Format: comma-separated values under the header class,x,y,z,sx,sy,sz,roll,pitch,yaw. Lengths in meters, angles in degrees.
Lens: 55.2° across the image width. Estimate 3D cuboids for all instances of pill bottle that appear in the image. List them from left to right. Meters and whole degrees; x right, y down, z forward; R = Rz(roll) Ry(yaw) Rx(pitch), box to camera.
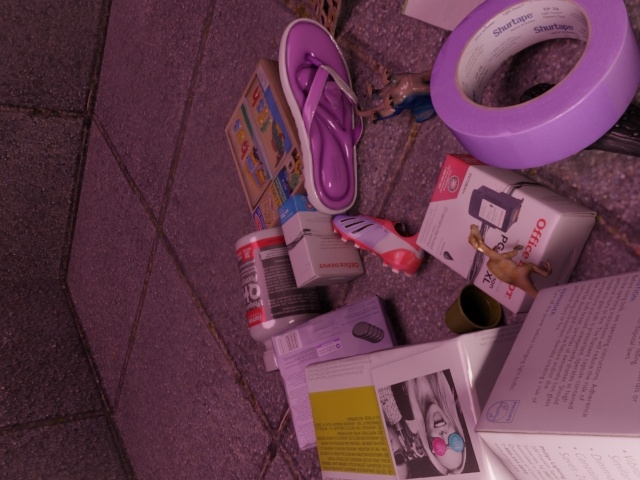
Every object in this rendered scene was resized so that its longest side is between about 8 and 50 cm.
class,x,y,z,sx,sy,sz,roll,pitch,yaw
pill bottle,-0.092,0.141,1.446,0.176,0.176,0.319,-30,67,50

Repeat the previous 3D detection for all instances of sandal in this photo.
class,x,y,z,sx,sy,sz,roll,pitch,yaw
sandal,0.026,-0.264,1.293,0.102,0.169,0.417,0,104,57

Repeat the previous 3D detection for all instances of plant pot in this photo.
class,x,y,z,sx,sy,sz,roll,pitch,yaw
plant pot,0.257,0.127,1.062,0.079,0.083,0.083,-54,49,55

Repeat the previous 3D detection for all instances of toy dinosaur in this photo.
class,x,y,z,sx,sy,sz,roll,pitch,yaw
toy dinosaur,0.274,0.049,0.848,0.183,0.092,0.053,49,129,37

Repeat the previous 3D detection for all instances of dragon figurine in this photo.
class,x,y,z,sx,sy,sz,roll,pitch,yaw
dragon figurine,0.168,-0.270,1.154,0.289,0.143,0.085,155,109,-72

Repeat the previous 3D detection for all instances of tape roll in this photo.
class,x,y,z,sx,sy,sz,roll,pitch,yaw
tape roll,0.299,-0.242,0.873,0.274,0.090,0.275,-21,52,30

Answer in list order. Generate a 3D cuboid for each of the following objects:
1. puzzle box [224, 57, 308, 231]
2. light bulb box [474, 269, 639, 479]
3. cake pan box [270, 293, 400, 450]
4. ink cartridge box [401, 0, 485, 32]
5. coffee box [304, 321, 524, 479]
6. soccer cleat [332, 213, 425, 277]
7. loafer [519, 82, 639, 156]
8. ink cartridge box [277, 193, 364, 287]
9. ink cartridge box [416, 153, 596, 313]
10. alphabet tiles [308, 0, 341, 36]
class,x,y,z,sx,sy,sz,roll,pitch,yaw
puzzle box,-0.133,-0.232,1.575,0.272,0.052,0.409,-53,47,41
light bulb box,0.417,0.209,0.575,0.358,0.225,0.361,49,145,-16
cake pan box,0.042,0.272,1.248,0.266,0.070,0.246,-24,67,13
ink cartridge box,0.261,-0.441,1.049,0.235,0.056,0.171,37,121,35
coffee box,0.224,0.305,0.884,0.338,0.337,0.335,-25,71,51
soccer cleat,0.120,-0.013,1.247,0.248,0.083,0.095,35,102,48
loafer,0.385,-0.164,0.882,0.223,0.076,0.078,37,156,46
ink cartridge box,0.000,0.000,1.347,0.082,0.139,0.191,-34,64,48
ink cartridge box,0.288,-0.017,0.986,0.237,0.100,0.172,40,123,45
alphabet tiles,0.009,-0.591,1.352,0.237,0.009,0.198,107,146,-59
